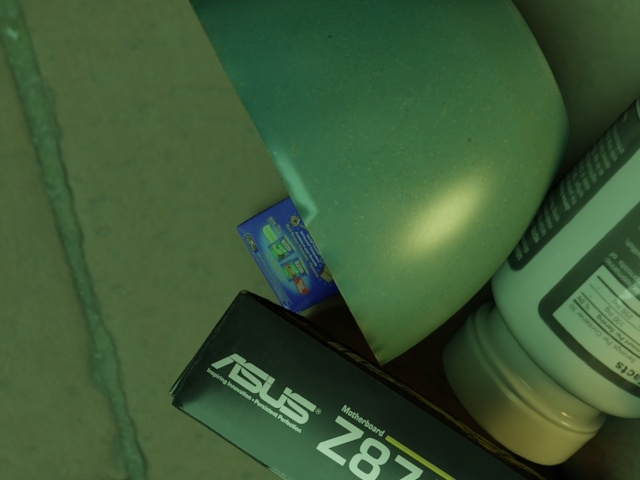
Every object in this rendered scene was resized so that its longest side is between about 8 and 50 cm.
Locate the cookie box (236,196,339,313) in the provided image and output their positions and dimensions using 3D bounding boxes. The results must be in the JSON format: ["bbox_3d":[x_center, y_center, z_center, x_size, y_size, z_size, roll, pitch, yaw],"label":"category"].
[{"bbox_3d":[0.000,0.000,1.235,0.107,0.040,0.091,-28,95,26],"label":"cookie box"}]

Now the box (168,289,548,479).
[{"bbox_3d":[0.074,0.167,1.070,0.318,0.395,0.097,35,88,8],"label":"box"}]

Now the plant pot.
[{"bbox_3d":[0.060,-0.084,1.048,0.195,0.290,0.290,-27,96,0],"label":"plant pot"}]

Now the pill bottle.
[{"bbox_3d":[0.236,0.017,1.078,0.176,0.176,0.318,43,116,3],"label":"pill bottle"}]
